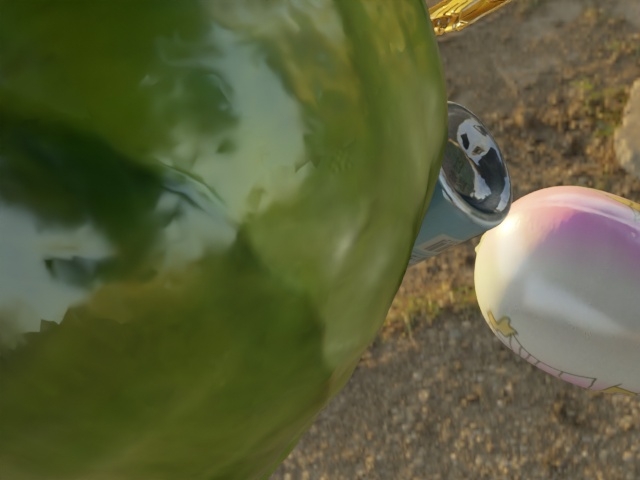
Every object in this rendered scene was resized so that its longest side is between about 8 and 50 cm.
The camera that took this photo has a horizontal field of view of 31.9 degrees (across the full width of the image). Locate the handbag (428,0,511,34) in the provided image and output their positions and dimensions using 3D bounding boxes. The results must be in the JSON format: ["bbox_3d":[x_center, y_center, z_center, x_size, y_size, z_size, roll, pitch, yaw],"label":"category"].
[{"bbox_3d":[0.140,-0.223,1.071,0.061,0.027,0.083,-32,14,-13],"label":"handbag"}]

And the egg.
[{"bbox_3d":[0.285,0.057,1.113,0.271,0.196,0.196,34,56,-3],"label":"egg"}]

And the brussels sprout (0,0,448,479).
[{"bbox_3d":[-0.097,-0.024,0.504,0.289,0.355,0.281,22,36,20],"label":"brussels sprout"}]

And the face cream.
[{"bbox_3d":[0.000,0.000,0.653,0.229,0.075,0.075,-28,35,38],"label":"face cream"}]
